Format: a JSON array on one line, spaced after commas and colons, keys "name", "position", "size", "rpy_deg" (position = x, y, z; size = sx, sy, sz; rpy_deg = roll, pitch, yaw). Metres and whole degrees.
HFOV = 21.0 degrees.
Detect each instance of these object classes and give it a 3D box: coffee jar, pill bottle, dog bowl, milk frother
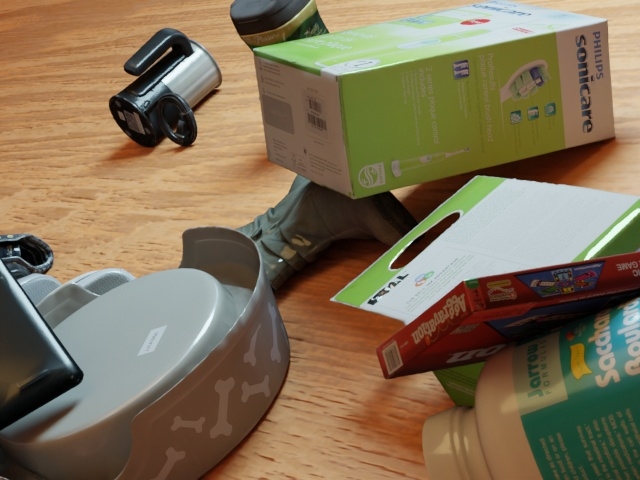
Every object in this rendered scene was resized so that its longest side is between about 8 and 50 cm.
[{"name": "coffee jar", "position": [-0.024, -0.211, 1.971], "size": [0.096, 0.184, 0.079], "rpy_deg": [-2, 38, 47]}, {"name": "pill bottle", "position": [0.204, 0.117, 1.143], "size": [0.264, 0.146, 0.146], "rpy_deg": [-23, 26, 19]}, {"name": "dog bowl", "position": [-0.183, 0.133, 1.618], "size": [0.349, 0.102, 0.349], "rpy_deg": [-26, 26, 14]}, {"name": "milk frother", "position": [-0.180, -0.189, 2.243], "size": [0.143, 0.129, 0.135], "rpy_deg": [36, 63, 18]}]

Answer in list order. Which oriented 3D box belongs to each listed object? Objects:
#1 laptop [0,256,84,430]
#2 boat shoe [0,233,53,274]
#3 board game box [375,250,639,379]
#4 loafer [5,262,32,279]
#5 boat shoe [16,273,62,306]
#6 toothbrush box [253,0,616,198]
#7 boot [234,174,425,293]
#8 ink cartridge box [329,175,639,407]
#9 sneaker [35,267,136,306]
[{"name": "laptop", "position": [-0.479, 0.134, 1.657], "size": [0.382, 0.236, 0.408], "rpy_deg": [-31, 61, -18]}, {"name": "boat shoe", "position": [-0.399, 0.016, 2.039], "size": [0.083, 0.065, 0.183], "rpy_deg": [-15, -10, 28]}, {"name": "board game box", "position": [0.192, 0.043, 1.199], "size": [0.281, 0.027, 0.145], "rpy_deg": [-8, -17, -25]}, {"name": "loafer", "position": [-0.432, 0.089, 2.017], "size": [0.223, 0.076, 0.078], "rpy_deg": [-33, 32, 7]}, {"name": "boat shoe", "position": [-0.406, 0.130, 1.870], "size": [0.302, 0.109, 0.094], "rpy_deg": [-29, 13, -37]}, {"name": "toothbrush box", "position": [0.107, -0.142, 1.653], "size": [0.283, 0.122, 0.206], "rpy_deg": [-12, 17, -21]}, {"name": "boot", "position": [0.000, 0.000, 1.708], "size": [0.161, 0.083, 0.246], "rpy_deg": [-44, 24, -2]}, {"name": "ink cartridge box", "position": [0.154, 0.044, 1.403], "size": [0.189, 0.097, 0.255], "rpy_deg": [-40, 23, -17]}, {"name": "sneaker", "position": [-0.299, 0.119, 1.817], "size": [0.258, 0.094, 0.091], "rpy_deg": [-32, 6, -9]}]
